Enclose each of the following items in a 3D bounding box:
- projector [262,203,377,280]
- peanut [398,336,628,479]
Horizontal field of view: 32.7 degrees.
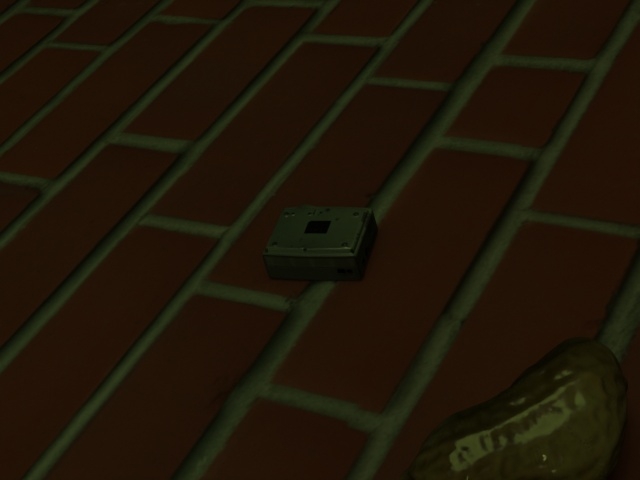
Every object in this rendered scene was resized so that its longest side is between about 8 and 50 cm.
[{"bbox_3d":[0.000,0.000,1.626,0.147,0.061,0.115,1,40,20],"label":"projector"},{"bbox_3d":[0.232,0.225,1.204,0.291,0.143,0.159,-31,30,-13],"label":"peanut"}]
